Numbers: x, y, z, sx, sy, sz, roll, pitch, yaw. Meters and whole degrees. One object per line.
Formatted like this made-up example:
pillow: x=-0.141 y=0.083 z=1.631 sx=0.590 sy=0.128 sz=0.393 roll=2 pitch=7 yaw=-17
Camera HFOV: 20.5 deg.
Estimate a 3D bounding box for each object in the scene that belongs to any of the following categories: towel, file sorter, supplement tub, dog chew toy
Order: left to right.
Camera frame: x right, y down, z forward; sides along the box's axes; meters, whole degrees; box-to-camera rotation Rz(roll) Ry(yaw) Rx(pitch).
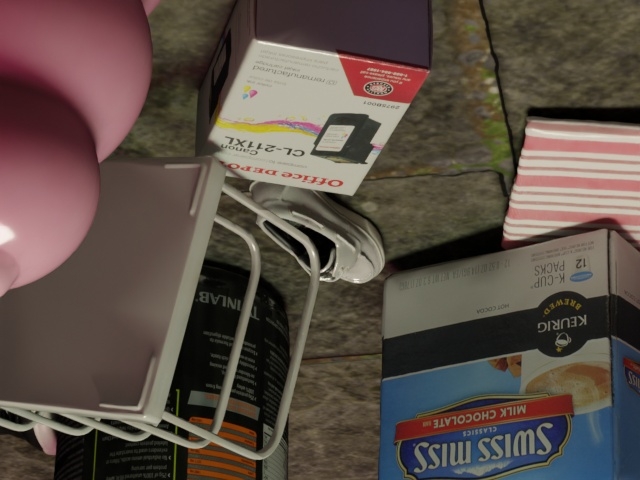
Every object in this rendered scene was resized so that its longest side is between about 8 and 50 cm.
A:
dog chew toy: x=-0.179 y=-0.120 z=0.975 sx=0.206 sy=0.332 sz=0.206 roll=0 pitch=150 yaw=0
file sorter: x=-0.162 y=0.056 z=1.364 sx=0.277 sy=0.193 sz=0.173 roll=1 pitch=160 yaw=37
supplement tub: x=-0.131 y=0.208 z=1.550 sx=0.207 sy=0.338 sz=0.207 roll=1 pitch=151 yaw=0
towel: x=0.225 y=-0.044 z=1.421 sx=0.144 sy=0.029 sz=0.197 roll=3 pitch=150 yaw=1

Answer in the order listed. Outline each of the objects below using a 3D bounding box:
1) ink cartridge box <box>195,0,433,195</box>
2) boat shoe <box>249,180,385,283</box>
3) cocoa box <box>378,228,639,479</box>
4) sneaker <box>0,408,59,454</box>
ink cartridge box: x=-0.008 y=-0.111 z=1.254 sx=0.127 sy=0.072 sz=0.175 roll=8 pitch=149 yaw=-14
boat shoe: x=0.000 y=0.000 z=1.459 sx=0.066 sy=0.063 sz=0.184 roll=-11 pitch=148 yaw=19
cocoa box: x=0.235 y=0.173 z=1.565 sx=0.231 sy=0.228 sz=0.347 roll=-13 pitch=151 yaw=32
sneaker: x=-0.296 y=0.160 z=1.659 sx=0.121 sy=0.079 sz=0.217 roll=-1 pitch=178 yaw=-2
